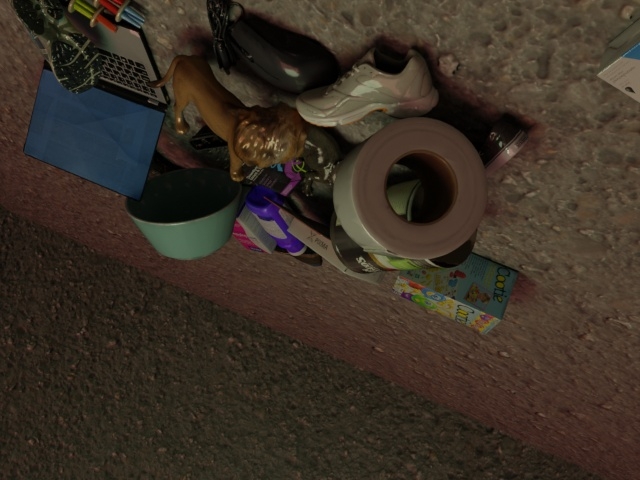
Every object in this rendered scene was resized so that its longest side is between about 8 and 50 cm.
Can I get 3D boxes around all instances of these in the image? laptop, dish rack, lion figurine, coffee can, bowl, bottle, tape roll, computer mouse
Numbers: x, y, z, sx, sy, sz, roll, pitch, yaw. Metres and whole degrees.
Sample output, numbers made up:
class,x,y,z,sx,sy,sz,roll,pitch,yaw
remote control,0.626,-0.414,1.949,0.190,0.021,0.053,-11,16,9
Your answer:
class,x,y,z,sx,sy,sz,roll,pitch,yaw
laptop,-0.600,-0.350,1.451,0.382,0.236,0.408,22,157,10
dish rack,-0.180,-0.204,1.525,0.208,0.074,0.271,4,149,45
lion figurine,-0.204,-0.271,1.215,0.392,0.142,0.240,35,157,1
coffee can,0.181,-0.031,1.339,0.201,0.202,0.275,38,155,-26
bowl,-0.359,-0.060,1.626,0.311,0.311,0.163,14,127,28
bottle,-0.119,-0.052,1.762,0.118,0.092,0.283,25,161,35
tape roll,0.157,-0.089,1.080,0.246,0.246,0.169,30,175,-9
computer mouse,-0.100,-0.343,1.131,0.272,0.072,0.188,23,157,8

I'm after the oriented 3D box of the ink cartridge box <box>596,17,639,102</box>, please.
class,x,y,z,sx,sy,sz,roll,pitch,yaw
ink cartridge box,0.478,-0.220,0.781,0.180,0.060,0.104,29,157,-6

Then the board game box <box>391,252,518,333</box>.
class,x,y,z,sx,sy,sz,roll,pitch,yaw
board game box,0.345,0.112,1.548,0.275,0.144,0.142,24,158,9

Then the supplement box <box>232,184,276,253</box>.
class,x,y,z,sx,sy,sz,roll,pitch,yaw
supplement box,-0.218,-0.066,1.823,0.111,0.114,0.220,9,154,35

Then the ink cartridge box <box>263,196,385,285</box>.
class,x,y,z,sx,sy,sz,roll,pitch,yaw
ink cartridge box,0.000,0.000,1.570,0.261,0.066,0.296,23,-173,-40

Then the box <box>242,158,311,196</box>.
class,x,y,z,sx,sy,sz,roll,pitch,yaw
box,-0.112,-0.177,1.433,0.162,0.029,0.116,22,127,-32

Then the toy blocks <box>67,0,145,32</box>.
class,x,y,z,sx,sy,sz,roll,pitch,yaw
toy blocks,-0.442,-0.475,1.233,0.148,0.054,0.123,32,152,-14

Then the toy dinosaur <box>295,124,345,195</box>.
class,x,y,z,sx,sy,sz,roll,pitch,yaw
toy dinosaur,-0.012,-0.201,1.330,0.313,0.121,0.160,52,140,-7

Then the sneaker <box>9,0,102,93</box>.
class,x,y,z,sx,sy,sz,roll,pitch,yaw
sneaker,-0.576,-0.452,1.288,0.122,0.110,0.283,44,161,33

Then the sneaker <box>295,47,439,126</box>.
class,x,y,z,sx,sy,sz,roll,pitch,yaw
sneaker,0.072,-0.281,1.049,0.262,0.099,0.121,-3,135,21

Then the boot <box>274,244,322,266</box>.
class,x,y,z,sx,sy,sz,roll,pitch,yaw
boot,-0.093,0.034,1.944,0.219,0.082,0.106,15,153,22

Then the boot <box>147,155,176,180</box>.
class,x,y,z,sx,sy,sz,roll,pitch,yaw
boot,-0.458,-0.205,1.838,0.229,0.091,0.263,20,162,2

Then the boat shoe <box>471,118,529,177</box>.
class,x,y,z,sx,sy,sz,roll,pitch,yaw
boat shoe,0.296,-0.155,1.112,0.076,0.080,0.228,42,159,1
